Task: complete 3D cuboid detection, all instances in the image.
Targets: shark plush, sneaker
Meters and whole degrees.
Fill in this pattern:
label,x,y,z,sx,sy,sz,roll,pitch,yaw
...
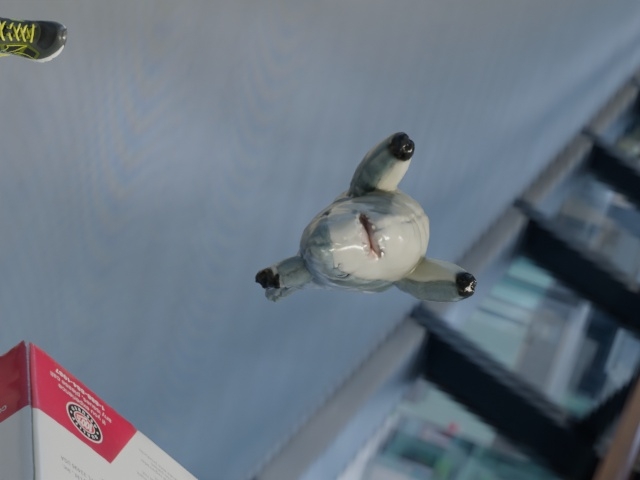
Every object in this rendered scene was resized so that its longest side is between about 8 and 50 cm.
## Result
label,x,y,z,sx,sy,sz,roll,pitch,yaw
shark plush,0.000,0.000,0.704,0.161,0.067,0.073,3,-65,68
sneaker,-0.227,-0.150,1.205,0.035,0.083,0.031,19,73,-63

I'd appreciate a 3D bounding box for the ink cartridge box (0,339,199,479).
label,x,y,z,sx,sy,sz,roll,pitch,yaw
ink cartridge box,-0.075,0.122,0.501,0.109,0.063,0.150,47,16,-34
